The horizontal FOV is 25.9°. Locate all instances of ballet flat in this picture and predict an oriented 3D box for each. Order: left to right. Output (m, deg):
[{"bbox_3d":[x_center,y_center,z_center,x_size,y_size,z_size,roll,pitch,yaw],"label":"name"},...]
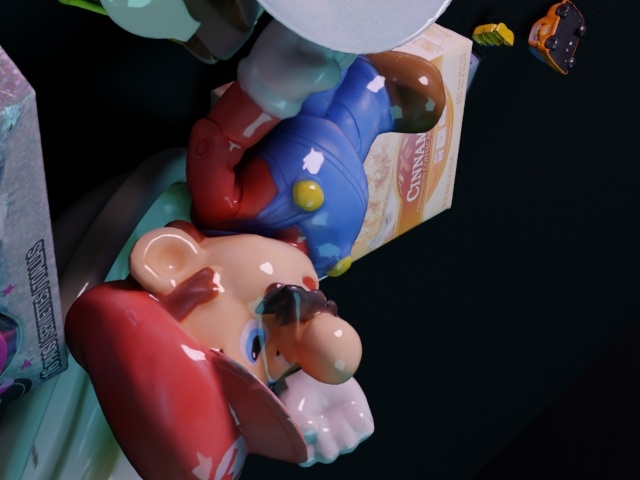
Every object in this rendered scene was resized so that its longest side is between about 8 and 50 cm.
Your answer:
[{"bbox_3d":[-0.076,-0.130,0.722,0.077,0.077,0.231,-46,159,17],"label":"ballet flat"}]

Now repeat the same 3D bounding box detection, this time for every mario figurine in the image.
[{"bbox_3d":[0.000,0.000,0.742,0.170,0.198,0.321,-24,-146,53],"label":"mario figurine"}]

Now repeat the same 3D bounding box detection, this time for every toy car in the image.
[{"bbox_3d":[0.165,-0.174,1.125,0.040,0.060,0.122,2,172,44],"label":"toy car"}]

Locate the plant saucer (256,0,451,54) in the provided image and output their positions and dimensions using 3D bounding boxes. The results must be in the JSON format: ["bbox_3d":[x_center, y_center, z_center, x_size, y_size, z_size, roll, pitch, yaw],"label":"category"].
[{"bbox_3d":[0.002,-0.184,0.664,0.195,0.195,0.037,-19,-168,-42],"label":"plant saucer"}]

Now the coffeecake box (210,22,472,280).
[{"bbox_3d":[0.013,-0.059,0.959,0.185,0.068,0.142,-28,137,-36],"label":"coffeecake box"}]

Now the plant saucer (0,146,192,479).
[{"bbox_3d":[-0.180,0.120,0.911,0.400,0.100,0.401,18,90,-83],"label":"plant saucer"}]

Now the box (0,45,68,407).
[{"bbox_3d":[-0.214,-0.017,0.609,0.142,0.163,0.247,-30,158,-21],"label":"box"}]

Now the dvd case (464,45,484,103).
[{"bbox_3d":[0.018,-0.041,1.114,0.253,0.022,0.180,-36,161,-27],"label":"dvd case"}]
